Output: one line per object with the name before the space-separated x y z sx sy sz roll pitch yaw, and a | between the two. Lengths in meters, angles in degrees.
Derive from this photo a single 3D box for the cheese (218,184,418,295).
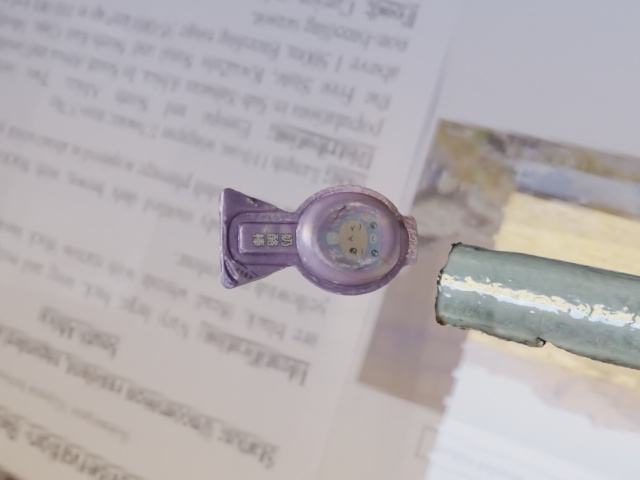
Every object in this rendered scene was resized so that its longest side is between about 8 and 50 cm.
cheese | 0.000 0.000 1.268 0.191 0.105 0.042 -1 173 -12

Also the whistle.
whistle | 0.224 0.056 0.836 0.312 0.062 0.062 11 177 23
